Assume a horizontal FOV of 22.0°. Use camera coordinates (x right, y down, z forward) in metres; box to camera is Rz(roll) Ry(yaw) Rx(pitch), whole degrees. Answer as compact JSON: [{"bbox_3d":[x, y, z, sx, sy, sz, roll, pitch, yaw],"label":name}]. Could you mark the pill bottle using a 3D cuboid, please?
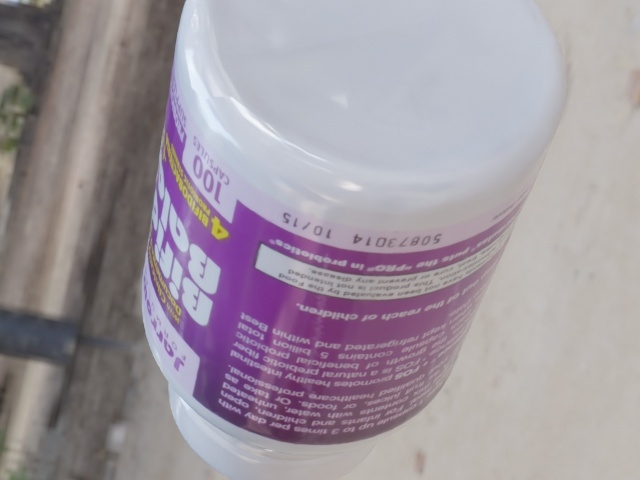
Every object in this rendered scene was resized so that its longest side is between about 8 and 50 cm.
[{"bbox_3d":[0.000,0.000,0.798,0.301,0.169,0.169,106,171,-53],"label":"pill bottle"}]
